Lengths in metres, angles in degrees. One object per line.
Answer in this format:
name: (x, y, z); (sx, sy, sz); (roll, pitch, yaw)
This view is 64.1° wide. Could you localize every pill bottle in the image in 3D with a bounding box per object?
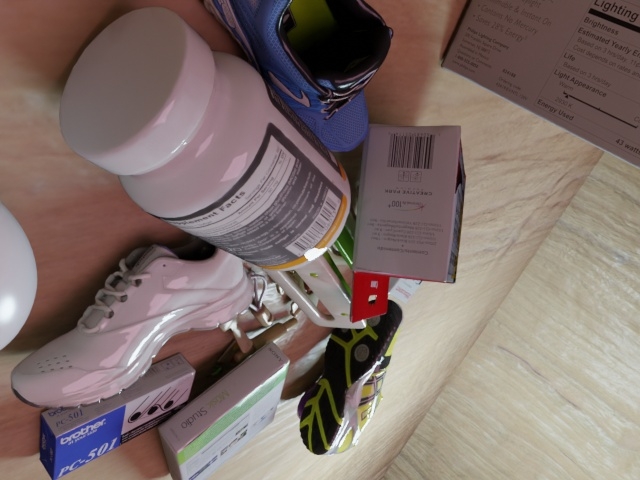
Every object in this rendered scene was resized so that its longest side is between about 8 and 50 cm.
pill bottle: (-0.092, -0.079, 0.500); (0.162, 0.162, 0.278); (-52, 147, 2)

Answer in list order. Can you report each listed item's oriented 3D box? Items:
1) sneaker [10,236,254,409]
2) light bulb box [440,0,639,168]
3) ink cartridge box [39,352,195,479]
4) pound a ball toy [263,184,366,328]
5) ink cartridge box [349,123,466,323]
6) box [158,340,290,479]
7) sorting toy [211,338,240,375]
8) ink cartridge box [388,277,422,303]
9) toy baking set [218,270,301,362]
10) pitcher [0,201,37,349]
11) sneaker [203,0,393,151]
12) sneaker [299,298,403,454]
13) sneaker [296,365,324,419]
sneaker: (-0.215, 0.074, 0.597); (0.297, 0.111, 0.129); (-34, 133, -36)
light bulb box: (0.442, -0.352, 0.754); (0.225, 0.358, 0.361); (-18, 139, -48)
ink cartridge box: (-0.283, 0.244, 0.728); (0.207, 0.046, 0.097); (-17, 137, -47)
pound a ball toy: (0.000, 0.000, 0.795); (0.319, 0.135, 0.208); (57, 40, -56)
ink cartridge box: (0.149, -0.005, 0.800); (0.309, 0.130, 0.272); (14, 82, -72)
box: (-0.174, 0.336, 0.939); (0.232, 0.058, 0.322); (-34, 157, -31)
sorting toy: (-0.157, 0.208, 0.905); (0.083, 0.012, 0.062); (-51, 152, -1)
ink cartridge box: (0.204, 0.028, 1.140); (0.208, 0.087, 0.153); (-52, 151, 4)
toy baking set: (-0.093, 0.114, 0.871); (0.256, 0.030, 0.197); (-30, 139, -46)
pitcher: (-0.287, 0.015, 0.336); (0.207, 0.125, 0.178); (99, 9, -45)
sneaker: (-0.003, -0.177, 0.534); (0.130, 0.147, 0.330); (-49, 154, -2)
sneaker: (0.087, 0.312, 1.191); (0.147, 0.145, 0.385); (25, 94, -45)
sneaker: (0.029, 0.354, 1.278); (0.236, 0.095, 0.105); (-37, 142, -34)
